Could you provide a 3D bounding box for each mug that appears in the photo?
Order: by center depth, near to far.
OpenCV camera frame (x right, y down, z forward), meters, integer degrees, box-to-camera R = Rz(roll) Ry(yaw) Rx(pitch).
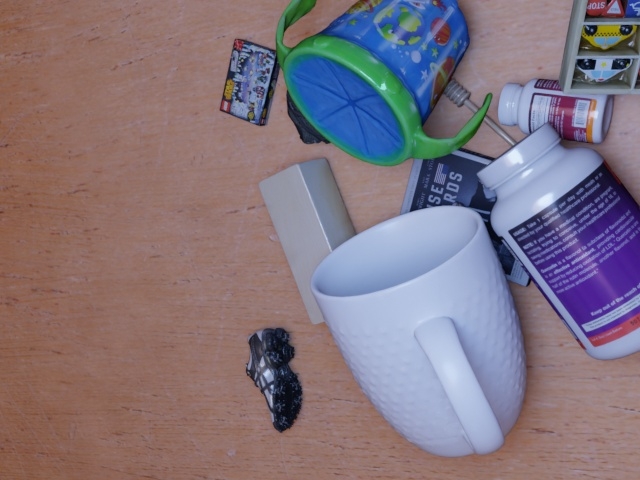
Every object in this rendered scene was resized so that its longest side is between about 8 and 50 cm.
[{"bbox_3d":[0.178,0.167,1.231,0.276,0.374,0.328,-24,108,1],"label":"mug"}]

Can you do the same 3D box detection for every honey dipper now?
[{"bbox_3d":[0.260,-0.193,1.308,0.161,0.030,0.030,43,117,11],"label":"honey dipper"}]

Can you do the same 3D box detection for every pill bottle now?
[{"bbox_3d":[0.368,-0.003,1.174,0.181,0.181,0.323,-37,89,30],"label":"pill bottle"},{"bbox_3d":[0.346,-0.193,1.223,0.152,0.086,0.086,13,106,27],"label":"pill bottle"}]

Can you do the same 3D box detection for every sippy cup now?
[{"bbox_3d":[0.100,-0.269,1.247,0.305,0.224,0.240,46,159,-21],"label":"sippy cup"}]

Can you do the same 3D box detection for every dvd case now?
[{"bbox_3d":[0.248,-0.049,1.341,0.239,0.030,0.179,21,109,24],"label":"dvd case"}]

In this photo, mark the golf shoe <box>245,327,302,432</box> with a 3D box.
[{"bbox_3d":[-0.093,0.264,1.580,0.094,0.077,0.198,-5,91,41],"label":"golf shoe"}]

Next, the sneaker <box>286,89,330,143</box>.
[{"bbox_3d":[0.042,-0.196,1.402,0.228,0.130,0.087,26,72,-6],"label":"sneaker"}]

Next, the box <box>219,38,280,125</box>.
[{"bbox_3d":[-0.127,-0.287,1.506,0.094,0.027,0.137,24,111,25],"label":"box"}]

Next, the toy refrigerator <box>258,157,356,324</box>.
[{"bbox_3d":[0.000,0.000,1.458,0.102,0.094,0.269,-23,88,38],"label":"toy refrigerator"}]

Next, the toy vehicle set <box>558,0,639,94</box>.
[{"bbox_3d":[0.456,-0.272,1.070,0.267,0.035,0.165,-1,126,0],"label":"toy vehicle set"}]
